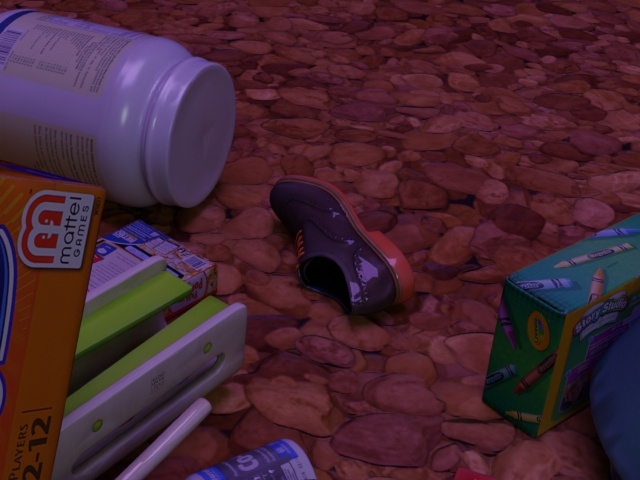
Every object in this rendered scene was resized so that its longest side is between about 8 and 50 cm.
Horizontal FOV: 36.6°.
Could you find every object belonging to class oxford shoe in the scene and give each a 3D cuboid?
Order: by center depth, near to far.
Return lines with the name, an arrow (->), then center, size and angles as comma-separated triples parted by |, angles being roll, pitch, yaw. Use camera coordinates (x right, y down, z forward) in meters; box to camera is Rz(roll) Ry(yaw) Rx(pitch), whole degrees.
oxford shoe -> 0.000, 0.000, 1.227 | 0.098, 0.097, 0.271 | -23, 41, -27

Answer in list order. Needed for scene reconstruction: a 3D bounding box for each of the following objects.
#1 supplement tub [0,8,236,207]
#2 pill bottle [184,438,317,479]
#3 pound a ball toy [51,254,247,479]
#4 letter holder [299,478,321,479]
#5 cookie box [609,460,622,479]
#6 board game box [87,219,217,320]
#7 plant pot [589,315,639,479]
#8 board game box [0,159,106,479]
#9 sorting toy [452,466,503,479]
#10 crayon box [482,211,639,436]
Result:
supplement tub -> -0.305, -0.178, 1.339 | 0.324, 0.235, 0.235 | 15, 34, 17
pill bottle -> -0.076, 0.234, 0.859 | 0.137, 0.078, 0.078 | -16, 37, -29
pound a ball toy -> -0.188, 0.167, 0.904 | 0.208, 0.136, 0.319 | 28, 38, 24
letter holder -> -0.082, 0.331, 0.641 | 0.214, 0.152, 0.302 | -4, 33, -9
cookie box -> 0.336, 0.220, 0.961 | 0.091, 0.040, 0.107 | 10, 33, 7
board game box -> -0.242, 0.053, 1.157 | 0.146, 0.045, 0.193 | 28, 39, 32
plant pot -> 0.431, 0.122, 0.875 | 0.293, 0.235, 0.293 | 13, 41, -11
board game box -> -0.421, 0.089, 0.640 | 0.356, 0.356, 0.356 | 15, 6, 33
sorting toy -> 0.184, 0.307, 0.761 | 0.255, 0.089, 0.257 | 15, 34, 17
crayon box -> 0.309, 0.081, 1.062 | 0.278, 0.165, 0.081 | -21, 40, -34
